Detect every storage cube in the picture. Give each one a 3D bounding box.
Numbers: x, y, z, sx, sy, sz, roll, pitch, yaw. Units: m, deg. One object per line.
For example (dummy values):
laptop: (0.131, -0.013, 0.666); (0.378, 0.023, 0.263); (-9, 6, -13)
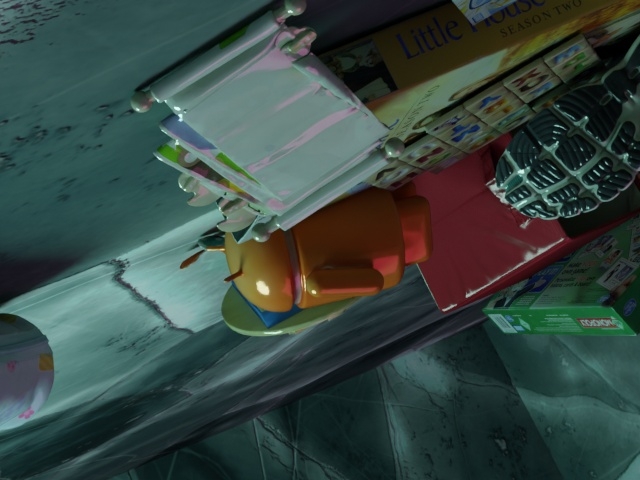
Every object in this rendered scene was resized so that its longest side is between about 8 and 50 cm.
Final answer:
storage cube: (0.203, -0.057, 1.762); (0.193, 0.184, 0.215); (-35, 170, 40)

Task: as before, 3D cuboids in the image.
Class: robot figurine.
robot figurine: (0.001, 0.000, 1.613); (0.219, 0.158, 0.128); (-13, 159, -11)

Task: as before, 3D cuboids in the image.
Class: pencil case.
pencil case: (-0.344, 0.122, 1.446); (0.124, 0.113, 0.273); (-49, 165, 10)

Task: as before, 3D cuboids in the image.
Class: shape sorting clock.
shape sorting clock: (-0.018, 0.049, 1.876); (0.206, 0.040, 0.206); (-21, -158, 9)

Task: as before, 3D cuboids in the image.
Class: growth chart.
growth chart: (-0.039, -0.080, 1.225); (0.172, 0.021, 0.237); (-27, 146, 12)

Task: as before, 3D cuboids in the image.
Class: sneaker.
sneaker: (0.288, -0.118, 1.524); (0.275, 0.107, 0.110); (-39, 177, 16)

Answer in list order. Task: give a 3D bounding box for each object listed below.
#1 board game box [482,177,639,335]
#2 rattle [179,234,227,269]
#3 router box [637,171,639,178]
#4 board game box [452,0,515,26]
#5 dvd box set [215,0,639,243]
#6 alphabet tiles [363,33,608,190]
board game box: (0.325, 0.015, 1.810); (0.213, 0.046, 0.317); (-46, -169, -15)
rattle: (-0.045, -0.020, 1.762); (0.199, 0.143, 0.130); (8, 167, -3)
router box: (0.425, -0.154, 1.909); (0.243, 0.081, 0.309); (6, 154, -28)
board game box: (0.147, -0.223, 1.190); (0.136, 0.035, 0.201); (-29, 170, 12)
dvd box set: (0.122, -0.143, 1.463); (0.420, 0.062, 0.307); (-24, 169, -20)
alphabet tiles: (0.151, -0.111, 1.495); (0.237, 0.009, 0.198); (-31, 170, 13)
